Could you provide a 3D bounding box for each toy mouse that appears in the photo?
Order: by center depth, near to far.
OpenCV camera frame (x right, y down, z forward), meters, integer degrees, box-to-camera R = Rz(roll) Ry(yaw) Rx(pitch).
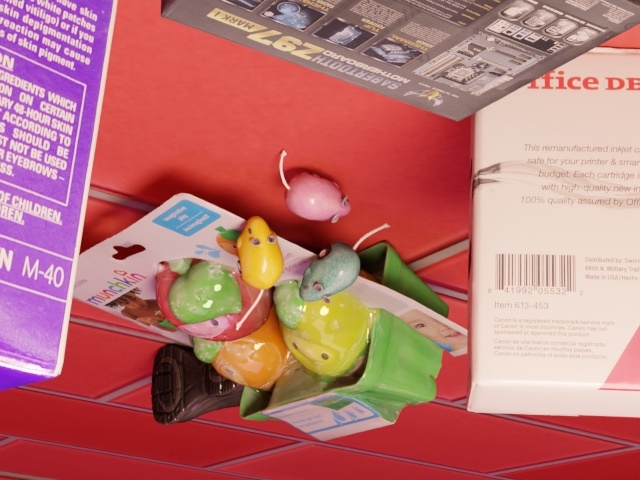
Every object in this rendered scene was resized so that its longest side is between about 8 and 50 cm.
[{"bbox_3d":[0.000,0.000,1.030,0.143,0.161,0.031,-5,-161,-20],"label":"toy mouse"}]

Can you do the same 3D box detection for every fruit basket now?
[{"bbox_3d":[-0.066,0.081,1.192,0.353,0.166,0.327,21,153,-30],"label":"fruit basket"}]

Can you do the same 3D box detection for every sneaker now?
[{"bbox_3d":[-0.122,0.181,1.546,0.130,0.109,0.286,11,160,-35],"label":"sneaker"}]

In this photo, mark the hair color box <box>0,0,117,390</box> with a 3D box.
[{"bbox_3d":[-0.166,-0.107,0.470,0.110,0.339,0.185,23,152,-38],"label":"hair color box"}]

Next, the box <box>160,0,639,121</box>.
[{"bbox_3d":[0.049,-0.154,0.702,0.232,0.059,0.183,15,156,-29],"label":"box"}]

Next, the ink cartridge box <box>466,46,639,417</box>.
[{"bbox_3d":[0.188,-0.004,0.822,0.171,0.237,0.100,2,162,5],"label":"ink cartridge box"}]
